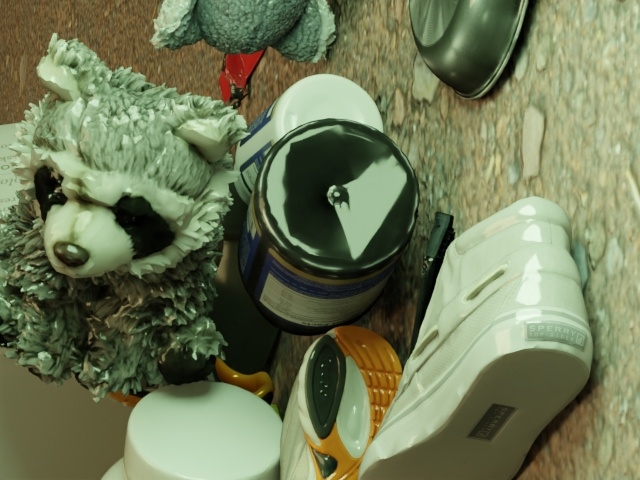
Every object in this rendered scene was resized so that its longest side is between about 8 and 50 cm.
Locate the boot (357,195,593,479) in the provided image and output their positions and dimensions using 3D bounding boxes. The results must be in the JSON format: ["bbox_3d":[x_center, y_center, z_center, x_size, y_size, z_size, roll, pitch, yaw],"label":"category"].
[{"bbox_3d":[0.100,0.078,1.272,0.258,0.095,0.123,129,151,-49],"label":"boot"}]

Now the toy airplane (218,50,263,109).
[{"bbox_3d":[-0.087,-0.206,1.997,0.151,0.028,0.151,-174,90,-70],"label":"toy airplane"}]

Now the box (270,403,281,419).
[{"bbox_3d":[-0.064,0.230,1.784,0.105,0.043,0.179,-108,27,-52],"label":"box"}]

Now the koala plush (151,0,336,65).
[{"bbox_3d":[-0.054,-0.253,1.666,0.203,0.196,0.221,54,133,49],"label":"koala plush"}]

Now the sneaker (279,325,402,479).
[{"bbox_3d":[0.007,0.200,1.515,0.121,0.099,0.262,151,130,-77],"label":"sneaker"}]

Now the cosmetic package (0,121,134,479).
[{"bbox_3d":[-0.294,0.117,1.957,0.394,0.327,0.329,-110,15,-53],"label":"cosmetic package"}]

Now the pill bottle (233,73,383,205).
[{"bbox_3d":[-0.017,-0.073,1.638,0.169,0.094,0.094,148,125,-68],"label":"pill bottle"}]

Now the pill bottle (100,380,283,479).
[{"bbox_3d":[-0.113,0.282,1.654,0.176,0.176,0.319,-110,24,-52],"label":"pill bottle"}]

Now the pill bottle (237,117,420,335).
[{"bbox_3d":[0.000,0.000,1.493,0.219,0.122,0.123,112,158,-71],"label":"pill bottle"}]

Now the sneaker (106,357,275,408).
[{"bbox_3d":[-0.134,0.108,1.692,0.083,0.215,0.084,-49,27,16],"label":"sneaker"}]

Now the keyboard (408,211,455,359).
[{"bbox_3d":[0.083,0.066,1.361,0.100,0.038,0.192,-72,-8,-53],"label":"keyboard"}]

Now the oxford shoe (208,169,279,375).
[{"bbox_3d":[-0.061,0.028,1.820,0.076,0.076,0.212,-45,-35,-70],"label":"oxford shoe"}]

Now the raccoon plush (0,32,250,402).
[{"bbox_3d":[-0.164,-0.090,1.600,0.446,0.216,0.299,-97,19,-52],"label":"raccoon plush"}]

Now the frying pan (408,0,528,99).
[{"bbox_3d":[0.120,-0.171,1.331,0.326,0.053,0.197,-114,33,-62],"label":"frying pan"}]
